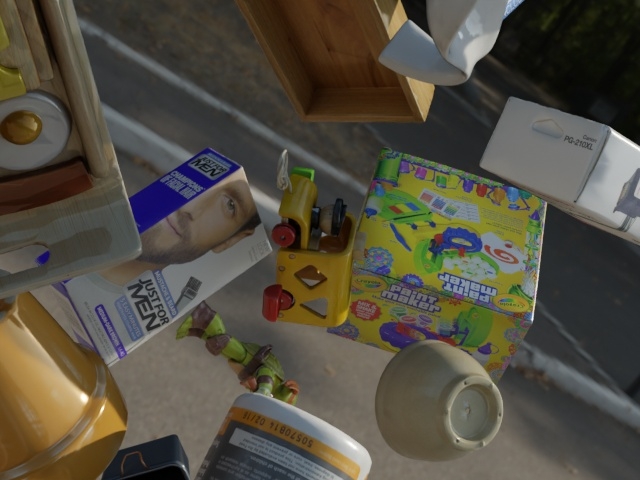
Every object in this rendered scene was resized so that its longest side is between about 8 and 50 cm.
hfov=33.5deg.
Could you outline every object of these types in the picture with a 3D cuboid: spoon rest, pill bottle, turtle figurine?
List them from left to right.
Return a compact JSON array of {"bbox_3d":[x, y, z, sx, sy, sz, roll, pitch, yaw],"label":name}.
[{"bbox_3d":[-0.107,0.179,1.543,0.217,0.087,0.269,40,-5,0],"label":"turtle figurine"},{"bbox_3d":[-0.073,0.308,1.068,0.162,0.278,0.162,25,-18,8],"label":"pill bottle"},{"bbox_3d":[0.127,-0.199,0.933,0.084,0.137,0.276,37,-12,-3],"label":"spoon rest"}]

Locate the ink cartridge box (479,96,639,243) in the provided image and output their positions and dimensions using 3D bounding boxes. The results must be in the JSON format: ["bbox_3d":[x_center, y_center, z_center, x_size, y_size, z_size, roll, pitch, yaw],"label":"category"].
[{"bbox_3d":[0.340,-0.075,1.310,0.237,0.100,0.172,22,5,-38],"label":"ink cartridge box"}]

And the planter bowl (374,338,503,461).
[{"bbox_3d":[0.166,0.215,1.378,0.162,0.162,0.109,29,-12,-27],"label":"planter bowl"}]

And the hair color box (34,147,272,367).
[{"bbox_3d":[-0.255,0.023,1.687,0.110,0.339,0.185,29,-33,43],"label":"hair color box"}]

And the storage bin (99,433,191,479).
[{"bbox_3d":[-0.245,0.324,1.480,0.091,0.135,0.098,-102,175,-62],"label":"storage bin"}]

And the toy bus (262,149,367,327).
[{"bbox_3d":[0.000,0.006,1.246,0.104,0.191,0.202,8,-4,4],"label":"toy bus"}]

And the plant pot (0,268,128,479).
[{"bbox_3d":[-0.316,0.137,1.037,0.205,0.205,0.188,-123,-166,-54],"label":"plant pot"}]

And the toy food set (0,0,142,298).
[{"bbox_3d":[-0.257,-0.065,0.737,0.306,0.219,0.092,87,-17,-51],"label":"toy food set"}]

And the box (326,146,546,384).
[{"bbox_3d":[0.191,0.037,1.720,0.289,0.177,0.279,18,47,1],"label":"box"}]

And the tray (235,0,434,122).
[{"bbox_3d":[0.001,-0.319,1.444,0.202,0.076,0.411,4,-33,26],"label":"tray"}]

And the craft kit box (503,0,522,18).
[{"bbox_3d":[0.266,-0.457,1.409,0.061,0.250,0.247,22,-38,35],"label":"craft kit box"}]
